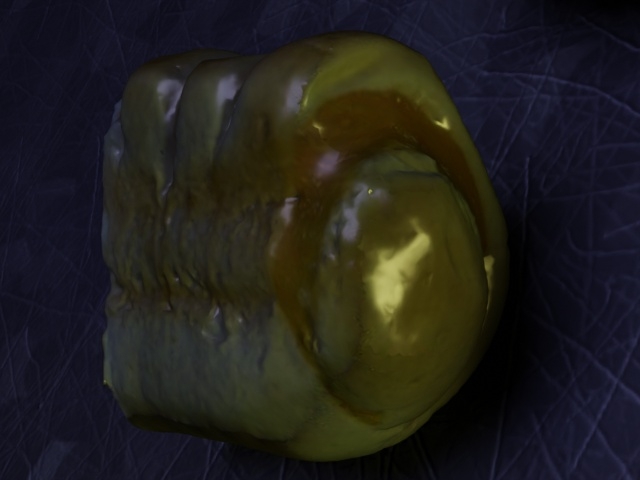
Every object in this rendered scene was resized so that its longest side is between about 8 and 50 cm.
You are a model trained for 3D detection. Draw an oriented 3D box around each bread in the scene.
[{"bbox_3d":[0.000,0.000,1.040,0.341,0.210,0.300,-5,92,53],"label":"bread"}]
